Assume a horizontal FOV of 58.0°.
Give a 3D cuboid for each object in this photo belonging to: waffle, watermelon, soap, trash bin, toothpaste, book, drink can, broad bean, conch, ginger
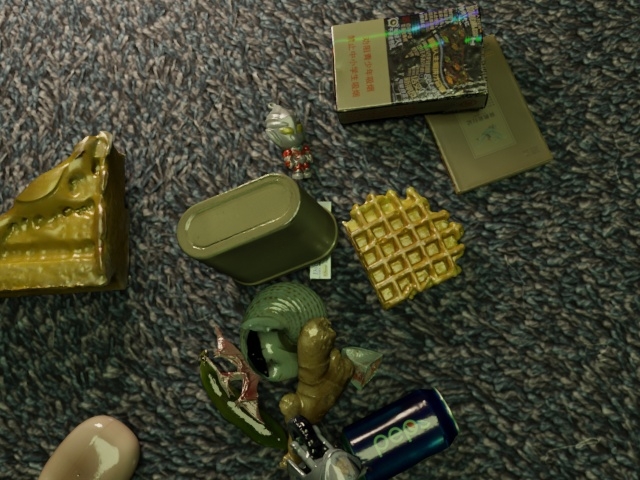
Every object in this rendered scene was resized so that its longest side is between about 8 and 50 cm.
[{"bbox_3d":[0.178,-0.006,1.160,0.218,0.057,0.230,-24,78,-4],"label":"waffle"},{"bbox_3d":[0.076,0.236,1.108,0.085,0.061,0.085,2,80,-14],"label":"watermelon"},{"bbox_3d":[-0.562,-0.045,1.133,0.338,0.169,0.305,-4,78,-1],"label":"soap"},{"bbox_3d":[-0.107,-0.014,1.053,0.243,0.247,0.121,-22,72,10],"label":"trash bin"},{"bbox_3d":[0.000,0.000,1.174,0.046,0.034,0.164,0,78,1],"label":"toothpaste"},{"bbox_3d":[0.331,-0.272,1.229,0.216,0.021,0.311,-19,78,-3],"label":"book"},{"bbox_3d":[0.145,0.356,1.055,0.204,0.118,0.118,-27,79,-3],"label":"drink can"},{"bbox_3d":[-0.157,0.320,1.107,0.254,0.046,0.065,42,70,10],"label":"broad bean"},{"bbox_3d":[-0.084,0.160,1.090,0.199,0.131,0.173,6,105,-34],"label":"conch"},{"bbox_3d":[-0.011,0.296,1.062,0.081,0.147,0.334,21,100,39],"label":"ginger"}]

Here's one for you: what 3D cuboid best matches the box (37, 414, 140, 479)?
[{"bbox_3d":[-0.429,0.426,1.070,0.146,0.088,0.200,37,81,7],"label":"box"}]

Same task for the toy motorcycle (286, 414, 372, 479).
[{"bbox_3d":[0.018,0.425,0.984,0.106,0.159,0.271,-29,115,-31],"label":"toy motorcycle"}]

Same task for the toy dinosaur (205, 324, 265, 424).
[{"bbox_3d":[-0.151,0.252,1.106,0.108,0.032,0.220,-17,57,-25],"label":"toy dinosaur"}]

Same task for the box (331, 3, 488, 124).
[{"bbox_3d":[0.180,-0.362,1.200,0.309,0.084,0.198,-5,79,8],"label":"box"}]

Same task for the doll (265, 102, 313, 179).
[{"bbox_3d":[-0.064,-0.210,1.205,0.093,0.079,0.180,-20,84,-31],"label":"doll"}]
